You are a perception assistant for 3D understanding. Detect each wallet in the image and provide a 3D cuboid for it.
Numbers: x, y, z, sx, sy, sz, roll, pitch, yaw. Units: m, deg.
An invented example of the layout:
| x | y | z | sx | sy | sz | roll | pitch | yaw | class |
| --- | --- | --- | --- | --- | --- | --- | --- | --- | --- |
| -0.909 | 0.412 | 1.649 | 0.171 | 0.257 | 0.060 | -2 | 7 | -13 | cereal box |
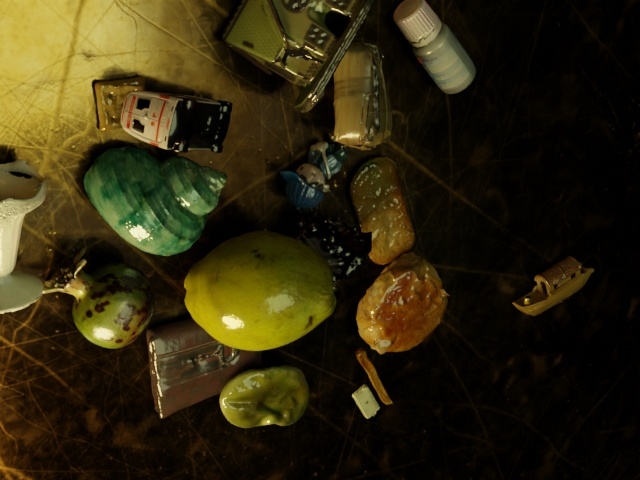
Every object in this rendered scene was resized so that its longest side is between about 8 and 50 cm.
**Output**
| x | y | z | sx | sy | sz | roll | pitch | yaw | class |
| --- | --- | --- | --- | --- | --- | --- | --- | --- | --- |
| -0.210 | 0.218 | 1.620 | 0.229 | 0.049 | 0.182 | -17 | 116 | -31 | wallet |

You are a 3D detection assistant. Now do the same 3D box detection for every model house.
| x | y | z | sx | sy | sz | roll | pitch | yaw | class |
| --- | --- | --- | --- | --- | --- | --- | --- | --- | --- |
| -0.086 | -0.367 | 1.399 | 0.279 | 0.205 | 0.218 | 29 | 91 | -10 | model house |

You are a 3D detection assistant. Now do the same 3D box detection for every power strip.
| x | y | z | sx | sy | sz | roll | pitch | yaw | class |
| --- | --- | --- | --- | --- | --- | --- | --- | --- | --- |
| 0.101 | 0.356 | 1.915 | 0.040 | 0.016 | 0.090 | -40 | 128 | -15 | power strip |

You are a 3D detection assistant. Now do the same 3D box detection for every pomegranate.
| x | y | z | sx | sy | sz | roll | pitch | yaw | class |
| --- | --- | --- | --- | --- | --- | --- | --- | --- | --- |
| -0.354 | 0.093 | 1.421 | 0.148 | 0.148 | 0.169 | -43 | 102 | -12 | pomegranate |

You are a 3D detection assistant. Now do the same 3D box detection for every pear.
| x | y | z | sx | sy | sz | roll | pitch | yaw | class |
| --- | --- | --- | --- | --- | --- | --- | --- | --- | --- |
| -0.105 | 0.088 | 1.525 | 0.269 | 0.212 | 0.212 | -3 | 117 | 6 | pear |

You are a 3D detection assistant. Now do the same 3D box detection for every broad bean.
| x | y | z | sx | sy | sz | roll | pitch | yaw | class |
| --- | --- | --- | --- | --- | --- | --- | --- | --- | --- |
| -0.101 | 0.303 | 1.687 | 0.207 | 0.072 | 0.153 | 25 | 98 | -54 | broad bean |

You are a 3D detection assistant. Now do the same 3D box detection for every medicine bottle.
| x | y | z | sx | sy | sz | roll | pitch | yaw | class |
| --- | --- | --- | --- | --- | --- | --- | --- | --- | --- |
| 0.216 | -0.370 | 1.635 | 0.083 | 0.083 | 0.203 | -50 | 130 | -6 | medicine bottle |

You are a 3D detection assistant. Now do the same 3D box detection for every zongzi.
| x | y | z | sx | sy | sz | roll | pitch | yaw | class |
| --- | --- | --- | --- | --- | --- | --- | --- | --- | --- |
| 0.090 | -0.266 | 1.604 | 0.197 | 0.099 | 0.194 | -15 | 107 | -64 | zongzi |

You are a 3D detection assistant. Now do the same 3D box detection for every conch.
| x | y | z | sx | sy | sz | roll | pitch | yaw | class |
| --- | --- | --- | --- | --- | --- | --- | --- | --- | --- |
| -0.255 | -0.069 | 1.407 | 0.202 | 0.134 | 0.196 | -31 | 126 | -19 | conch |

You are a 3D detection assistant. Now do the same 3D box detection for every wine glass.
| x | y | z | sx | sy | sz | roll | pitch | yaw | class |
| --- | --- | --- | --- | --- | --- | --- | --- | --- | --- |
| -0.482 | -0.006 | 1.274 | 0.165 | 0.165 | 0.196 | -14 | 125 | -30 | wine glass |

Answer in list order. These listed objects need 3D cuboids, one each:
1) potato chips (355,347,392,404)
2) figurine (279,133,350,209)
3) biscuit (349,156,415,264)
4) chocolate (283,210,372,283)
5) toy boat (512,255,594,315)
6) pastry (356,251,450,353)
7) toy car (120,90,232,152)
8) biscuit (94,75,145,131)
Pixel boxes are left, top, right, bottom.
| x | y | z | sx | sy | sz | roll | pitch | yaw | class |
| --- | --- | --- | --- | --- | --- | --- | --- | --- | --- |
| 0.115 | 0.295 | 1.889 | 0.026 | 0.037 | 0.204 | -32 | 131 | -7 | potato chips |
| -0.010 | -0.128 | 1.598 | 0.149 | 0.086 | 0.087 | -49 | 154 | -21 | figurine |
| 0.125 | -0.057 | 1.744 | 0.118 | 0.029 | 0.247 | -29 | 125 | -16 | biscuit |
| 0.000 | 0.000 | 1.622 | 0.156 | 0.156 | 0.133 | -47 | 111 | -9 | chocolate |
| 0.561 | 0.107 | 2.098 | 0.226 | 0.068 | 0.088 | -27 | 118 | -20 | toy boat |
| 0.175 | 0.133 | 1.812 | 0.229 | 0.100 | 0.218 | 15 | 104 | -39 | pastry |
| -0.226 | -0.195 | 1.395 | 0.210 | 0.108 | 0.089 | -17 | 122 | -69 | toy car |
| -0.315 | -0.217 | 1.376 | 0.083 | 0.018 | 0.081 | -13 | 118 | -29 | biscuit |
